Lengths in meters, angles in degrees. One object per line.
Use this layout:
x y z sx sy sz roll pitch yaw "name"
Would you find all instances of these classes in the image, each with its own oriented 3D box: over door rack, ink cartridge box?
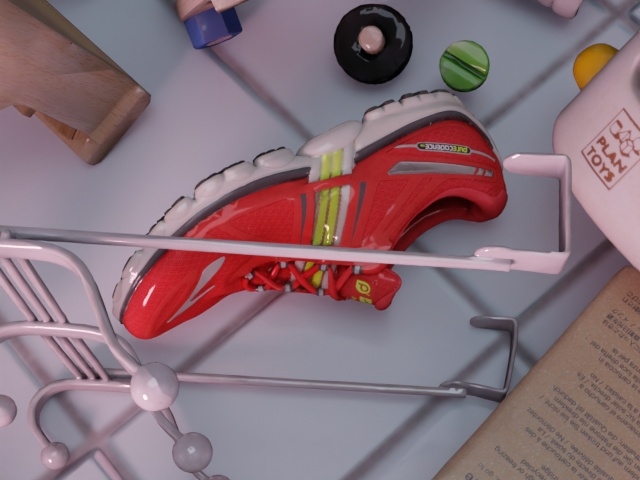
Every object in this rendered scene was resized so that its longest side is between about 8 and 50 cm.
-0.029 0.068 0.568 0.325 0.239 0.108 -7 65 -1 "over door rack"
0.206 0.163 0.606 0.235 0.088 0.193 42 75 16 "ink cartridge box"

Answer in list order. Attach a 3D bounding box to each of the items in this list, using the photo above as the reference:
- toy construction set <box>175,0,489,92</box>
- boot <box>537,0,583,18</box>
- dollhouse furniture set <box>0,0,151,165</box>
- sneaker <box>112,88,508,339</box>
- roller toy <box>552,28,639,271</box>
-0.011 -0.260 0.657 0.258 0.237 0.308 4 95 8 "toy construction set"
0.220 -0.286 0.805 0.123 0.095 0.258 36 79 7 "boot"
-0.342 -0.027 0.666 0.362 0.256 0.394 42 95 17 "dollhouse furniture set"
0.000 0.000 0.673 0.279 0.107 0.118 -28 75 -10 "sneaker"
0.243 -0.045 0.630 0.209 0.191 0.146 41 117 -1 "roller toy"
